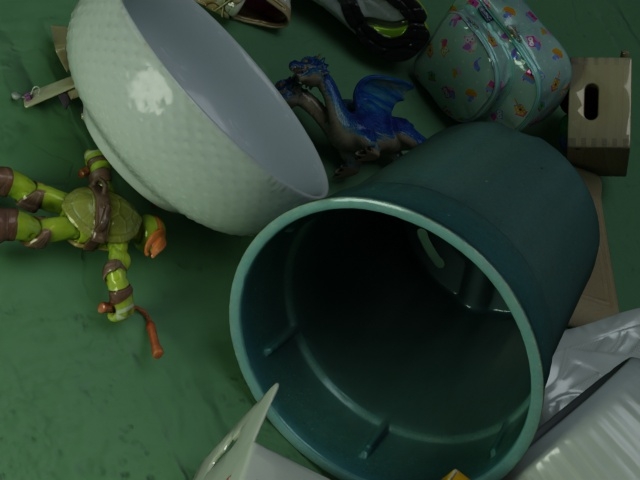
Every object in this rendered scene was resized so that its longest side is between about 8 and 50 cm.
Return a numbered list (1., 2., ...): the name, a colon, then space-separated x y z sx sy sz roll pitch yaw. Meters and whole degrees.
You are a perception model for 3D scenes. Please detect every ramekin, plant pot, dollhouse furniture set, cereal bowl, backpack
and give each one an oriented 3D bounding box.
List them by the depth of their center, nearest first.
1. ramekin: 0.286 0.235 1.498 0.273 0.273 0.127 -31 78 -43
2. plant pot: 0.131 0.044 1.542 0.341 0.341 0.334 44 39 2
3. cereal bowl: -0.151 -0.132 1.553 0.339 0.141 0.339 45 15 -15
4. dollhouse furniture set: -0.305 -0.180 1.623 0.081 0.091 0.114 -22 39 0
5. backpack: 0.229 -0.229 1.892 0.188 0.166 0.144 47 48 10

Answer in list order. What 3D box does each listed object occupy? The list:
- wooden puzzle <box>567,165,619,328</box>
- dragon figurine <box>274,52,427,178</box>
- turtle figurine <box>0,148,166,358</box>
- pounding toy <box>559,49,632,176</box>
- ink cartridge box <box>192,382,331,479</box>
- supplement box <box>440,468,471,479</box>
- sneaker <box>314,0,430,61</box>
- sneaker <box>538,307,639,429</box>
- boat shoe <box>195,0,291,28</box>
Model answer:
1. wooden puzzle: 0.280 -0.005 1.854 0.221 0.044 0.238 17 56 -23
2. dragon figurine: 0.070 -0.151 1.777 0.289 0.085 0.144 2 64 -34
3. turtle figurine: -0.244 -0.010 1.483 0.217 0.087 0.269 9 54 -28
4. pounding toy: 0.376 -0.180 1.973 0.094 0.206 0.181 2 75 10
5. ink cartridge box: -0.078 0.324 1.265 0.119 0.207 0.353 29 48 -10
6. supplement box: 0.185 0.424 1.370 0.356 0.194 0.195 38 46 -5
7. sneaker: 0.019 -0.358 1.893 0.300 0.111 0.121 44 14 -14
8. sneaker: 0.355 0.182 1.728 0.292 0.108 0.169 -15 69 -28
9. boat shoe: -0.108 -0.307 1.803 0.170 0.063 0.059 9 49 -29
